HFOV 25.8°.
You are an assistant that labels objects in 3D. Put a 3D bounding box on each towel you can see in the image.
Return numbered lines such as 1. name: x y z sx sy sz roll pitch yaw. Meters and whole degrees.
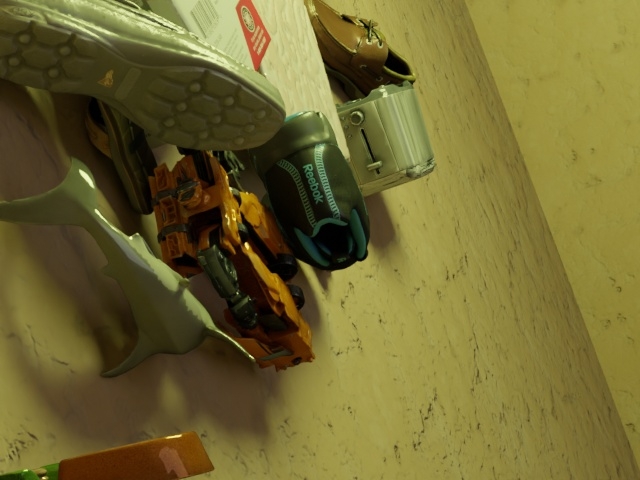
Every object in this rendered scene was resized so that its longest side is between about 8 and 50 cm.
1. towel: -0.061 -0.247 1.778 0.317 0.053 0.332 -17 91 -74

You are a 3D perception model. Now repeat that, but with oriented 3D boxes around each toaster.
1. toaster: 0.093 -0.153 2.097 0.227 0.129 0.146 -30 102 -73

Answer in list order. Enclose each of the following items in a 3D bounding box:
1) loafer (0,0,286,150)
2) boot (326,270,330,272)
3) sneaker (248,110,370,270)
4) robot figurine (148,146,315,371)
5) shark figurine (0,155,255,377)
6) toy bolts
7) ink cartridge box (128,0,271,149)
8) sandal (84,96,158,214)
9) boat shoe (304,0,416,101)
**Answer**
1. loafer: -0.172 -0.171 1.280 0.319 0.112 0.111 21 39 -33
2. boot: 0.000 0.000 1.807 0.087 0.042 0.118 69 19 -6
3. sneaker: -0.003 -0.015 1.609 0.341 0.125 0.139 60 7 -68
4. robot figurine: -0.089 0.018 1.425 0.291 0.085 0.211 52 20 -56
5. shark figurine: -0.166 0.059 1.216 0.166 0.116 0.278 41 -9 36
6. toy bolts: -0.179 0.223 0.876 0.228 0.218 0.158 -4 79 -51
7. ink cartridge box: -0.188 -0.278 1.454 0.306 0.131 0.226 60 21 -20
8. sandal: -0.202 -0.108 1.372 0.072 0.049 0.180 -57 138 -61
9. boat shoe: 0.052 -0.308 2.174 0.307 0.104 0.111 34 39 -59
